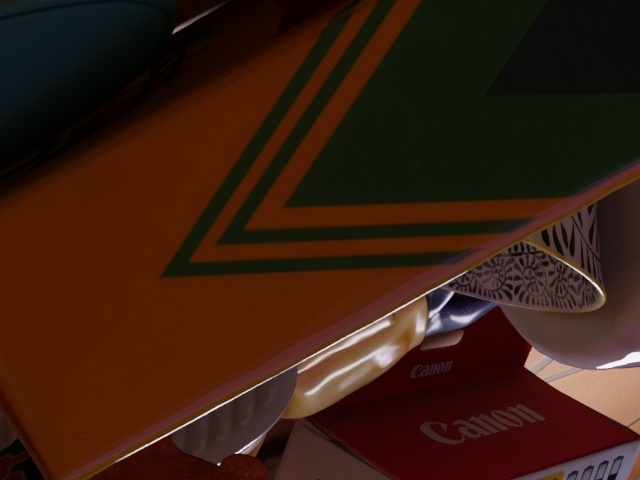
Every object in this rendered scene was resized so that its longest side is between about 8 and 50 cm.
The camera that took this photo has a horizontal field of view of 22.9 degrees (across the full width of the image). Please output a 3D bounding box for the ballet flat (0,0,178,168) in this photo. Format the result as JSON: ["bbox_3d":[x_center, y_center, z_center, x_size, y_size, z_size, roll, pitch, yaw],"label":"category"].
[{"bbox_3d":[-0.167,-0.025,0.370,0.280,0.096,0.095,-34,165,-24],"label":"ballet flat"}]

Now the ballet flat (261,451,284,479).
[{"bbox_3d":[-0.088,0.251,1.236,0.408,0.147,0.147,-16,159,-32],"label":"ballet flat"}]

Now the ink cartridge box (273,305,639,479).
[{"bbox_3d":[0.098,0.193,1.168,0.309,0.130,0.272,-5,120,-53],"label":"ink cartridge box"}]

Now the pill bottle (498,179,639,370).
[{"bbox_3d":[0.242,-0.029,0.785,0.301,0.169,0.169,-3,153,-26],"label":"pill bottle"}]

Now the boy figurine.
[{"bbox_3d":[0.024,0.056,0.925,0.285,0.092,0.177,-26,165,-17],"label":"boy figurine"}]

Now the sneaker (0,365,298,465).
[{"bbox_3d":[-0.159,0.127,0.747,0.321,0.126,0.127,-22,170,-36],"label":"sneaker"}]

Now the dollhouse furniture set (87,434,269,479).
[{"bbox_3d":[-0.163,0.148,0.480,0.374,0.201,0.152,4,104,-26],"label":"dollhouse furniture set"}]

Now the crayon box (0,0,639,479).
[{"bbox_3d":[-0.002,-0.037,0.493,0.318,0.081,0.202,-29,-166,1],"label":"crayon box"}]

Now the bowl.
[{"bbox_3d":[0.052,-0.034,0.682,0.170,0.170,0.080,56,51,-73],"label":"bowl"}]
